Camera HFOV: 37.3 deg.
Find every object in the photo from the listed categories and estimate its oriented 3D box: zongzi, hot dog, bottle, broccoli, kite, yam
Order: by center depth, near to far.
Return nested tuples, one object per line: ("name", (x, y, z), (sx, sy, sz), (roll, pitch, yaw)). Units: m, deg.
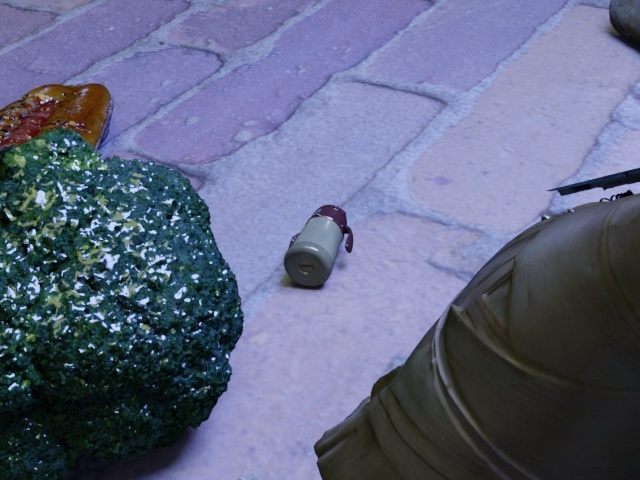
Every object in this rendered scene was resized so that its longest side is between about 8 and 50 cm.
("zongzi", (0.227, 0.015, 0.623), (0.181, 0.418, 0.447), (42, 51, 13))
("broccoli", (-0.191, 0.054, 0.736), (0.245, 0.265, 0.294), (-24, 16, 25))
("kite", (0.380, -0.063, 0.816), (0.406, 0.014, 0.368), (-6, -2, 33))
("bottle", (0.002, 0.001, 0.924), (0.063, 0.047, 0.101), (17, 35, 8))
("hot dog", (-0.332, -0.110, 1.103), (0.144, 0.075, 0.268), (5, 36, 16))
("yam", (0.430, -0.284, 1.229), (0.070, 0.069, 0.146), (-15, 35, -12))

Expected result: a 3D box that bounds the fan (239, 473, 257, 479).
("fan", (-0.134, 0.264, 0.606), (0.191, 0.009, 0.329), (16, 42, 29))
